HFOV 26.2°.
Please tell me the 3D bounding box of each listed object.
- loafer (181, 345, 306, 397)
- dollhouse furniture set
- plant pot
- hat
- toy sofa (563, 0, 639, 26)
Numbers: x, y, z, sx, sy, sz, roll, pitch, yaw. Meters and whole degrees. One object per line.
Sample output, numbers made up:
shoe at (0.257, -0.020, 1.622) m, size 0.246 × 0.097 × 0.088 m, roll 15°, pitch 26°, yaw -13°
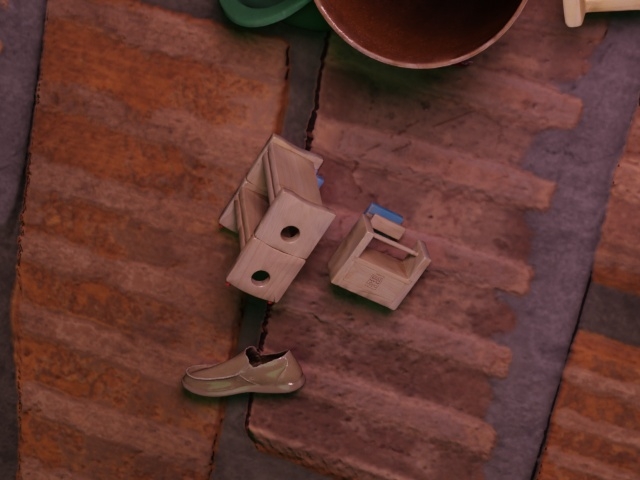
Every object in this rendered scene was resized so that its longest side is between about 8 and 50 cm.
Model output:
loafer at (-0.090, 0.150, 1.597) m, size 0.148 × 0.056 × 0.050 m, roll -4°, pitch 104°, yaw 10°
dollhouse furniture set at (0.000, 0.000, 1.502) m, size 0.183 × 0.129 × 0.129 m, roll 24°, pitch 116°, yaw -21°
plant pot at (0.119, -0.288, 1.294) m, size 0.215 × 0.230 × 0.215 m, roll 6°, pitch 108°, yaw 17°
hat at (0.014, -0.251, 1.454) m, size 0.173 × 0.183 × 0.208 m, roll -35°, pitch 48°, yaw 20°
toy sofa at (0.400, -0.305, 1.255) m, size 0.362 × 0.177 × 0.150 m, roll 1°, pitch 131°, yaw 19°
